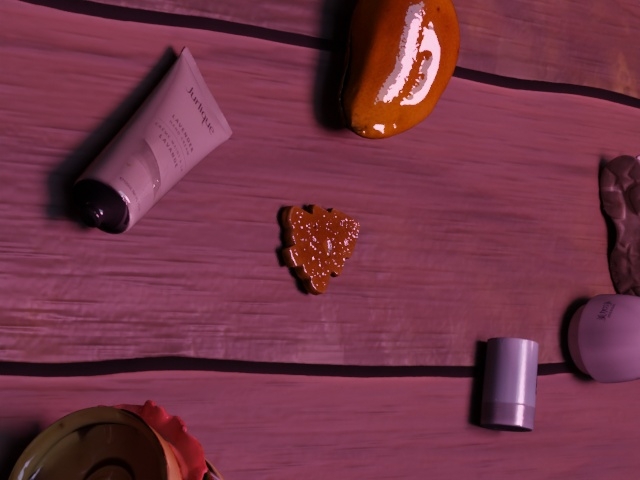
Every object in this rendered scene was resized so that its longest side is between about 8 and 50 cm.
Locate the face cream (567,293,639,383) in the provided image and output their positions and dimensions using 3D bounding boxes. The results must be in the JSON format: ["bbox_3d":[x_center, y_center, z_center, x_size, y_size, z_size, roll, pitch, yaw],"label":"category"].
[{"bbox_3d":[0.305,0.098,1.731,0.091,0.095,0.091,7,81,-44],"label":"face cream"}]

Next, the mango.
[{"bbox_3d":[0.067,-0.163,1.534,0.105,0.084,0.159,23,88,-24],"label":"mango"}]

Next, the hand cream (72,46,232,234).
[{"bbox_3d":[-0.133,-0.070,1.358,0.186,0.054,0.087,-53,124,-42],"label":"hand cream"}]

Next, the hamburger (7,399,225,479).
[{"bbox_3d":[-0.136,0.209,1.253,0.137,0.175,0.175,43,57,-48],"label":"hamburger"}]

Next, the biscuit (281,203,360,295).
[{"bbox_3d":[0.000,0.000,1.500,0.092,0.016,0.082,-31,102,-43],"label":"biscuit"}]

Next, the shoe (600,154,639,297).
[{"bbox_3d":[0.353,-0.010,1.810,0.099,0.071,0.169,-11,91,-47],"label":"shoe"}]

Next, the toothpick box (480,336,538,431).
[{"bbox_3d":[0.180,0.138,1.637,0.052,0.052,0.083,17,73,-42],"label":"toothpick box"}]
